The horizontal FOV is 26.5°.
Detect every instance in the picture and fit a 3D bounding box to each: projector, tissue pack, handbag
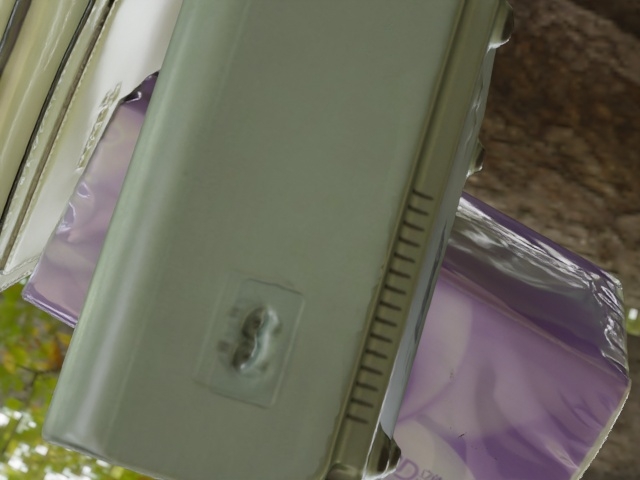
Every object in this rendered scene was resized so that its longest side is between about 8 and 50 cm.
[{"bbox_3d":[0.000,0.000,0.523,0.250,0.108,0.198,64,-138,-78],"label":"projector"},{"bbox_3d":[0.020,0.028,0.860,0.160,0.338,0.242,-62,2,17],"label":"tissue pack"},{"bbox_3d":[-0.234,-0.150,1.200,0.236,0.160,0.358,-29,-27,-57],"label":"handbag"}]
